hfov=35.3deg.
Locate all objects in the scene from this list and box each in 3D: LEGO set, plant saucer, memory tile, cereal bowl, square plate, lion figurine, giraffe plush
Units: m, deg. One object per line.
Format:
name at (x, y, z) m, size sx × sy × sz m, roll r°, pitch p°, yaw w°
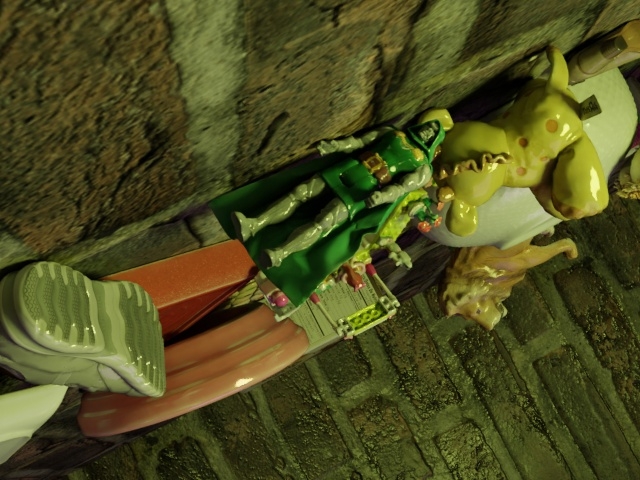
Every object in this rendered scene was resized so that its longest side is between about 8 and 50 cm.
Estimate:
LEGO set at (0.069, 0.016, 1.185) m, size 0.287 × 0.107 × 0.132 m, roll -37°, pitch 149°, yaw 0°
plant saucer at (-0.182, 0.166, 1.382) m, size 0.332 × 0.084 × 0.332 m, roll -20°, pitch -178°, yaw 1°
memory tile at (-0.116, 0.083, 1.518) m, size 0.113 × 0.012 × 0.148 m, roll -24°, pitch 170°, yaw -19°
cereal bowl at (0.275, -0.086, 1.336) m, size 0.339 × 0.141 × 0.339 m, roll -28°, pitch 171°, yaw -5°
square plate at (-0.490, 0.265, 1.190) m, size 0.347 × 0.049 × 0.344 m, roll -13°, pitch 165°, yaw -32°
plant saucer at (-0.208, 0.087, 1.174) m, size 0.259 × 0.048 × 0.258 m, roll -17°, pitch 165°, yaw -46°
lion figurine at (0.318, -0.031, 1.649) m, size 0.240 × 0.142 × 0.392 m, roll -15°, pitch 135°, yaw -18°
giraffe plush at (0.194, -0.087, 1.066) m, size 0.170 × 0.181 × 0.210 m, roll -20°, pitch 162°, yaw 0°

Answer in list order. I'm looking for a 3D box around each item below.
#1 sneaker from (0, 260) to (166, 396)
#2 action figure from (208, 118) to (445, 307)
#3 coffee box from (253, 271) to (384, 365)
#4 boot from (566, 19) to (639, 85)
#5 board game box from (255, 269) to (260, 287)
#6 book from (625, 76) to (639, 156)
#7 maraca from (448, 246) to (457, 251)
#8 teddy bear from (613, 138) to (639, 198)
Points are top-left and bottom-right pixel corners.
sneaker at (-0.236, 0.088, 0.945) m, size 0.115 × 0.105 × 0.281 m, roll -15°, pitch 155°, yaw 15°
action figure at (0.027, -0.052, 0.949) m, size 0.232 × 0.137 × 0.063 m, roll -33°, pitch 161°, yaw -22°
coffee box at (-0.035, 0.143, 1.737) m, size 0.297 × 0.119 × 0.168 m, roll -27°, pitch 170°, yaw -3°
boot at (0.319, -0.207, 1.130) m, size 0.118 × 0.042 × 0.087 m, roll -18°, pitch 173°, yaw -40°
board game box at (0.000, 0.000, 1.292) m, size 0.170 × 0.048 × 0.141 m, roll -25°, pitch 168°, yaw -19°
book at (0.418, -0.159, 1.472) m, size 0.144 × 0.096 × 0.035 m, roll -33°, pitch 170°, yaw 30°
maraca at (0.297, -0.026, 1.845) m, size 0.127 × 0.099 × 0.185 m, roll -34°, pitch 176°, yaw 31°
teddy bear at (0.542, -0.129, 1.299) m, size 0.338 × 0.113 × 0.245 m, roll -23°, pitch 171°, yaw -10°
